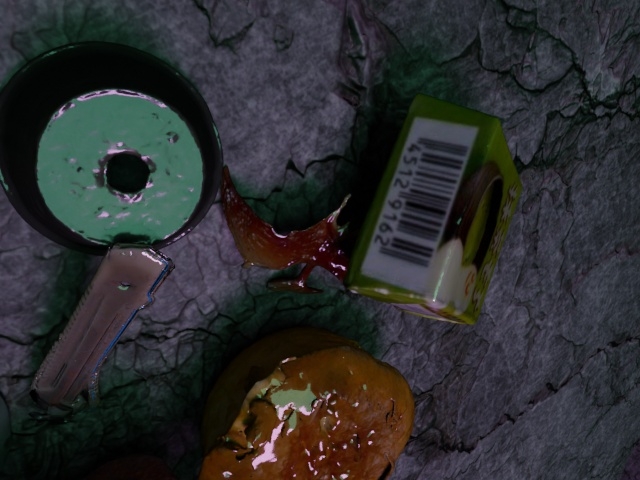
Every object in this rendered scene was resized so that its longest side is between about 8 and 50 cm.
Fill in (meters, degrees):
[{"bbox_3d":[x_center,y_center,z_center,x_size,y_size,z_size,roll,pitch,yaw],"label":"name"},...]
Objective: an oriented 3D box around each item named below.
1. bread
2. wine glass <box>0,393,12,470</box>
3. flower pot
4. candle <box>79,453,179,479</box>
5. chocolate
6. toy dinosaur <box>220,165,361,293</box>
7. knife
[{"bbox_3d":[-0.030,0.308,0.700,0.358,0.204,0.337,35,86,-36],"label":"bread"},{"bbox_3d":[-0.448,0.305,0.354,0.266,0.406,0.267,-7,108,-24],"label":"wine glass"},{"bbox_3d":[-0.224,-0.086,0.489,0.268,0.166,0.269,-10,112,-25],"label":"flower pot"},{"bbox_3d":[-0.245,0.376,0.477,0.287,0.317,0.132,-14,103,17],"label":"candle"},{"bbox_3d":[0.198,-0.023,0.680,0.288,0.137,0.301,28,83,-55],"label":"chocolate"},{"bbox_3d":[0.009,-0.005,0.693,0.327,0.113,0.207,-3,134,-16],"label":"toy dinosaur"},{"bbox_3d":[-0.269,0.119,0.515,0.089,0.043,0.365,17,128,-35],"label":"knife"}]
